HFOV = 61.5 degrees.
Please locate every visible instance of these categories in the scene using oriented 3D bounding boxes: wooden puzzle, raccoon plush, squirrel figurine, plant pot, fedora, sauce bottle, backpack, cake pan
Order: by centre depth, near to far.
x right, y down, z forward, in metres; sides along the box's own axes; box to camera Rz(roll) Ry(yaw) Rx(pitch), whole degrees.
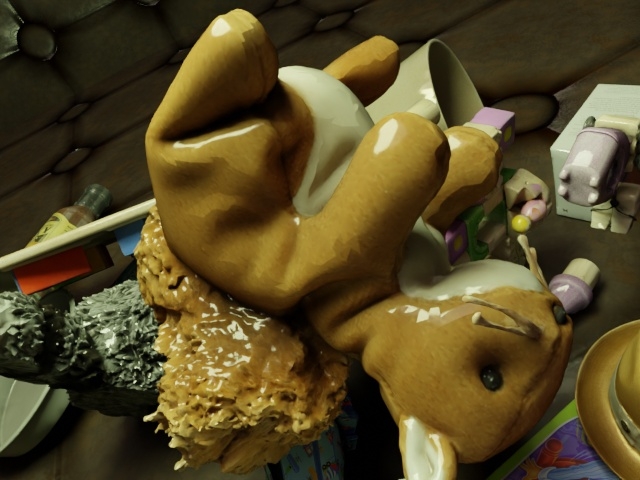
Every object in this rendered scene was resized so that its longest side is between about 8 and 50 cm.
[{"bbox_3d":[0.318,0.131,0.461,0.194,0.079,0.194,-15,42,14],"label":"fedora"},{"bbox_3d":[0.011,0.053,0.507,0.397,0.370,0.281,-43,-9,25],"label":"squirrel figurine"},{"bbox_3d":[-0.015,0.228,0.622,0.116,0.158,0.173,-11,50,-10],"label":"backpack"},{"bbox_3d":[-0.240,0.060,0.732,0.215,0.446,0.299,-3,61,9],"label":"raccoon plush"},{"bbox_3d":[-0.481,0.223,0.901,0.293,0.054,0.293,-27,45,30],"label":"cake pan"},{"bbox_3d":[-0.368,0.010,0.927,0.347,0.081,0.322,-28,4,-10],"label":"wooden puzzle"},{"bbox_3d":[0.131,-0.164,0.946,0.273,0.256,0.257,-22,35,33],"label":"plant pot"},{"bbox_3d":[-0.600,0.001,1.256,0.111,0.111,0.345,-8,40,22],"label":"sauce bottle"}]

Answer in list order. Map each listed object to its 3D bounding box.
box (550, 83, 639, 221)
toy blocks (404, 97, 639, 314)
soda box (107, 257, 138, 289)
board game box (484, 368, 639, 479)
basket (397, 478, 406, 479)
[{"bbox_3d":[0.425,-0.129,0.796,0.091,0.130,0.170,19,56,42],"label":"box"},{"bbox_3d":[0.174,0.013,0.652,0.308,0.289,0.260,20,51,41],"label":"toy blocks"},{"bbox_3d":[-0.363,0.118,1.015,0.071,0.067,0.210,3,46,32],"label":"soda box"},{"bbox_3d":[0.301,0.292,0.418,0.233,0.078,0.347,-36,38,-12],"label":"board game box"},{"bbox_3d":[0.045,0.338,0.371,0.200,0.255,0.289,-16,28,21],"label":"basket"}]
